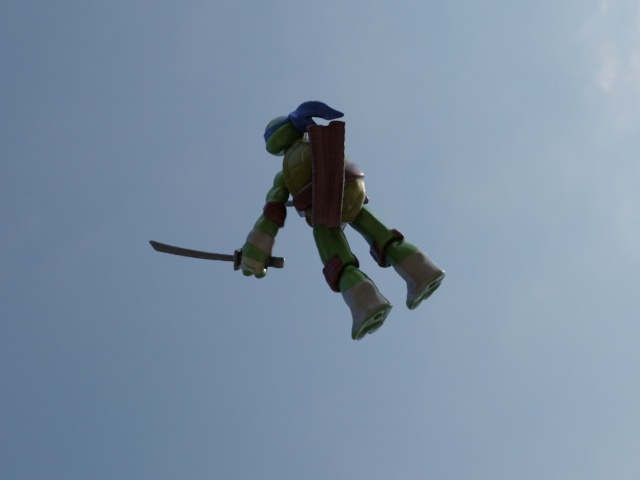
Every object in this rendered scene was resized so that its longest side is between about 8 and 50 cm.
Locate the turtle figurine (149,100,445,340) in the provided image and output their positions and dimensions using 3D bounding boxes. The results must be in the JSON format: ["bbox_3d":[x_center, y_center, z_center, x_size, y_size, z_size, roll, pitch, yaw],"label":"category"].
[{"bbox_3d":[0.000,0.000,1.401,0.275,0.266,0.197,-46,-19,21],"label":"turtle figurine"}]
